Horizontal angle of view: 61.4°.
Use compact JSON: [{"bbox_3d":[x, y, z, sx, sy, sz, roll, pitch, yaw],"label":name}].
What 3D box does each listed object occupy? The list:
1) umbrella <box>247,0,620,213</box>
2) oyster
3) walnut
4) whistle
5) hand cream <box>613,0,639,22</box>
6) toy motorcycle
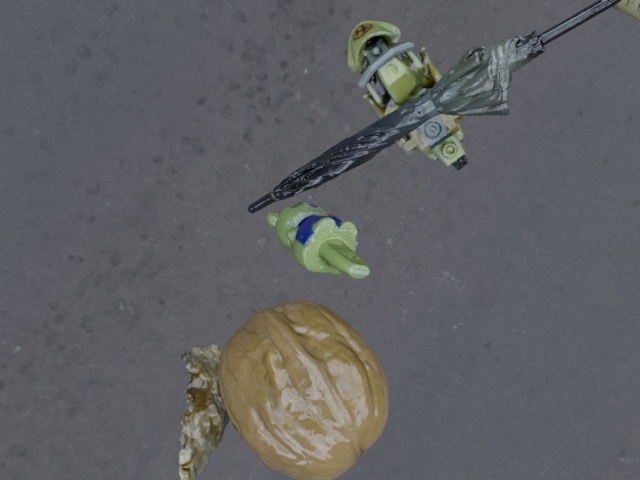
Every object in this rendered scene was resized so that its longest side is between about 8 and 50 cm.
[{"bbox_3d":[0.057,-0.071,0.333,0.269,0.044,0.044,-29,64,33],"label":"umbrella"},{"bbox_3d":[-0.208,0.291,1.017,0.110,0.341,0.166,-2,100,0],"label":"oyster"},{"bbox_3d":[-0.026,0.205,0.770,0.225,0.225,0.261,-37,60,-6],"label":"walnut"},{"bbox_3d":[0.000,0.000,0.784,0.105,0.227,0.085,9,105,-30],"label":"whistle"},{"bbox_3d":[0.381,-0.255,0.596,0.039,0.143,0.061,31,111,-36],"label":"hand cream"},{"bbox_3d":[0.190,-0.329,1.187,0.168,0.237,0.410,-38,83,18],"label":"toy motorcycle"}]
